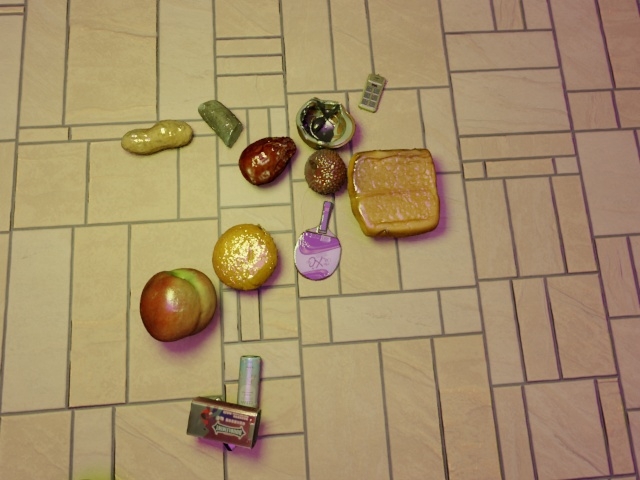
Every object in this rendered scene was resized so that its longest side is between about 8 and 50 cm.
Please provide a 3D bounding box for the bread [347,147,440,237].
[{"bbox_3d":[0.264,-0.167,1.486,0.336,0.148,0.329,-8,84,-9],"label":"bread"}]

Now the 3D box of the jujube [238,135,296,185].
[{"bbox_3d":[-0.188,-0.303,1.486,0.236,0.168,0.168,-37,83,-25],"label":"jujube"}]

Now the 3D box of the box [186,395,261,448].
[{"bbox_3d":[-0.311,0.584,1.301,0.223,0.069,0.120,7,85,7],"label":"box"}]

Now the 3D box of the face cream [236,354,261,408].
[{"bbox_3d":[-0.246,0.514,1.378,0.075,0.075,0.230,2,80,-2],"label":"face cream"}]

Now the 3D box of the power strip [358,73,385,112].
[{"bbox_3d":[0.209,-0.598,1.617,0.076,0.028,0.169,18,80,2],"label":"power strip"}]

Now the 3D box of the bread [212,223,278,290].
[{"bbox_3d":[-0.264,0.060,1.424,0.239,0.139,0.240,0,80,-2],"label":"bread"}]

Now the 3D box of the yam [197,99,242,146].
[{"bbox_3d":[-0.376,-0.455,1.533,0.107,0.107,0.183,-43,83,-9],"label":"yam"}]

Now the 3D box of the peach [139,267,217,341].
[{"bbox_3d":[-0.471,0.215,1.336,0.251,0.252,0.253,0,80,-2],"label":"peach"}]

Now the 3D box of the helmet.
[{"bbox_3d":[0.013,-0.423,1.526,0.224,0.130,0.199,22,77,-5],"label":"helmet"}]

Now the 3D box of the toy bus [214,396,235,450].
[{"bbox_3d":[-0.324,0.618,1.366,0.072,0.057,0.172,-34,84,-15],"label":"toy bus"}]

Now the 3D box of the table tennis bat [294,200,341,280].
[{"bbox_3d":[0.000,0.000,1.507,0.173,0.022,0.302,14,82,0],"label":"table tennis bat"}]

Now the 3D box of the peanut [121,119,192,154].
[{"bbox_3d":[-0.610,-0.386,1.505,0.262,0.117,0.101,-15,60,-2],"label":"peanut"}]

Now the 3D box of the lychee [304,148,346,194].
[{"bbox_3d":[0.013,-0.250,1.472,0.165,0.197,0.166,-3,85,40],"label":"lychee"}]
